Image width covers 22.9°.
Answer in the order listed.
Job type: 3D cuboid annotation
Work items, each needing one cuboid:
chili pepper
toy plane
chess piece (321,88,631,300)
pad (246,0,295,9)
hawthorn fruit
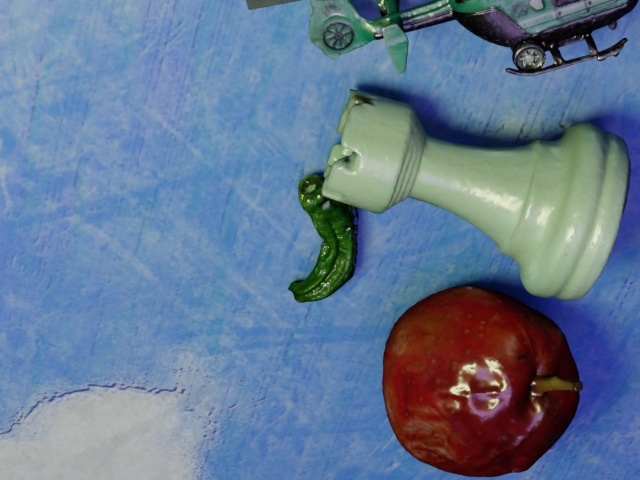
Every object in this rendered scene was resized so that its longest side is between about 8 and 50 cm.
[{"bbox_3d":[0.006,0.001,1.787,0.073,0.050,0.182,-3,130,-10],"label":"chili pepper"},{"bbox_3d":[0.174,-0.246,1.583,0.381,0.106,0.155,-15,121,7],"label":"toy plane"},{"bbox_3d":[0.158,-0.062,1.679,0.299,0.194,0.194,16,125,-5],"label":"chess piece"},{"bbox_3d":[-0.017,-0.346,1.552,0.170,0.006,0.245,-10,127,4],"label":"pad"},{"bbox_3d":[0.202,0.156,1.803,0.230,0.210,0.266,50,147,-17],"label":"hawthorn fruit"}]
